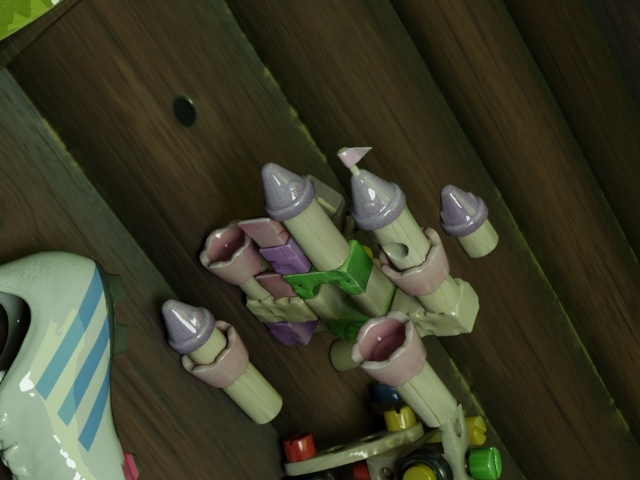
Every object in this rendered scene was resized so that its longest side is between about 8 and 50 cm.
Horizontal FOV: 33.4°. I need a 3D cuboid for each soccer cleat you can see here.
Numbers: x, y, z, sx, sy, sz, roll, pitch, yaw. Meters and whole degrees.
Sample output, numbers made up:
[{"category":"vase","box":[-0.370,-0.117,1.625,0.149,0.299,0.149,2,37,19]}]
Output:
[{"category":"soccer cleat","box":[-0.234,0.173,0.914,0.143,0.116,0.331,-2,77,-36]}]

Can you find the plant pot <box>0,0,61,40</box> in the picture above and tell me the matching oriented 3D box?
[{"category":"plant pot","box":[-0.314,-0.346,0.874,0.293,0.275,0.275,52,41,-5]}]

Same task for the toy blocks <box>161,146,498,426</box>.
[{"category":"toy blocks","box":[0.000,0.000,1.099,0.260,0.288,0.309,52,46,-35]}]

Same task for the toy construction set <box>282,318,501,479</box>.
[{"category":"toy construction set","box":[0.113,0.201,1.218,0.257,0.237,0.309,18,64,-47]}]
